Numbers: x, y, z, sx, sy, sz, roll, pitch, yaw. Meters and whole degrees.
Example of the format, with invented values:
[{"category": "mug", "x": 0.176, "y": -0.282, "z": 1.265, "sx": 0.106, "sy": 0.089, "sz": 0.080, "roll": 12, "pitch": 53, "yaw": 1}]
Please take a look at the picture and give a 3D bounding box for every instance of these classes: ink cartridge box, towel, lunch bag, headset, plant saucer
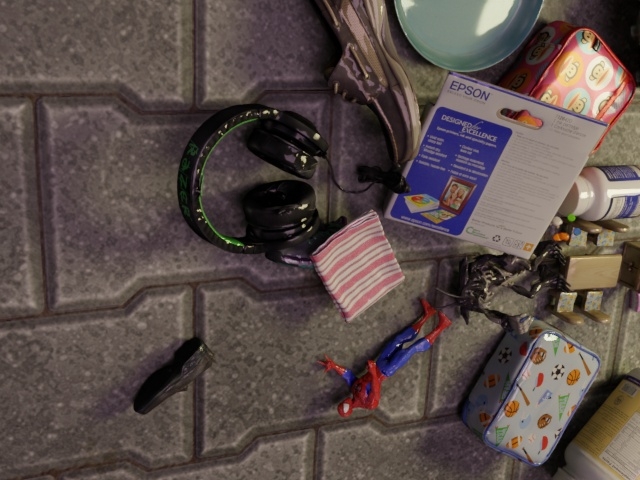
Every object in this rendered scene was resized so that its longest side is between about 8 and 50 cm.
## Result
[{"category": "ink cartridge box", "x": 0.305, "y": -0.135, "z": 1.513, "sx": 0.304, "sy": 0.072, "sz": 0.307, "roll": 16, "pitch": 120, "yaw": -10}, {"category": "towel", "x": 0.071, "y": 0.051, "z": 1.510, "sx": 0.144, "sy": 0.029, "sz": 0.197, "roll": -37, "pitch": 131, "yaw": -11}, {"category": "lunch bag", "x": 0.457, "y": -0.242, "z": 1.615, "sx": 0.258, "sy": 0.120, "sz": 0.293, "roll": 35, "pitch": 94, "yaw": -33}, {"category": "headset", "x": -0.041, "y": -0.097, "z": 1.398, "sx": 0.394, "sy": 0.185, "sz": 0.243, "roll": -7, "pitch": 111, "yaw": -40}, {"category": "lunch bag", "x": 0.455, "y": 0.332, "z": 1.810, "sx": 0.243, "sy": 0.115, "sz": 0.303, "roll": 29, "pitch": 94, "yaw": -31}, {"category": "plant saucer", "x": 0.261, "y": -0.462, "z": 1.489, "sx": 0.318, "sy": 0.044, "sz": 0.317, "roll": -8, "pitch": 111, "yaw": -22}]

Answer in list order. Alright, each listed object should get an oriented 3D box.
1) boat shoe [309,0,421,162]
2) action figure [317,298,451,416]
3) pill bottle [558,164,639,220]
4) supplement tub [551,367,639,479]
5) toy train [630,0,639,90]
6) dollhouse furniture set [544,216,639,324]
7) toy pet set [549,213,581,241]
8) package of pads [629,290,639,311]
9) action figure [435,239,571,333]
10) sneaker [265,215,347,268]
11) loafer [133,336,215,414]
[{"category": "boat shoe", "x": 0.066, "y": -0.292, "z": 1.414, "sx": 0.130, "sy": 0.132, "sz": 0.355, "roll": -20, "pitch": 99, "yaw": -2}, {"category": "action figure", "x": 0.113, "y": 0.220, "z": 1.632, "sx": 0.280, "sy": 0.091, "sz": 0.139, "roll": -49, "pitch": 126, "yaw": -3}, {"category": "pill bottle", "x": 0.574, "y": -0.097, "z": 1.715, "sx": 0.187, "sy": 0.112, "sz": 0.111, "roll": -4, "pitch": 109, "yaw": -23}, {"category": "supplement tub", "x": 0.710, "y": 0.482, "z": 1.900, "sx": 0.241, "sy": 0.241, "sz": 0.331, "roll": 41, "pitch": 89, "yaw": -29}, {"category": "toy train", "x": 0.663, "y": -0.415, "z": 1.609, "sx": 0.142, "sy": 0.190, "sz": 0.333, "roll": -5, "pitch": 108, "yaw": 16}, {"category": "dollhouse furniture set", "x": 0.627, "y": 0.072, "z": 1.767, "sx": 0.242, "sy": 0.161, "sz": 0.212, "roll": -1, "pitch": 108, "yaw": -24}, {"category": "toy pet set", "x": 0.442, "y": -0.042, "z": 1.687, "sx": 0.114, "sy": 0.065, "sz": 0.122, "roll": -16, "pitch": 70, "yaw": -2}, {"category": "package of pads", "x": 0.745, "y": 0.129, "z": 1.913, "sx": 0.083, "sy": 0.032, "sz": 0.050, "roll": -12, "pitch": 115, "yaw": -20}, {"category": "action figure", "x": 0.371, "y": 0.090, "z": 1.674, "sx": 0.276, "sy": 0.141, "sz": 0.164, "roll": -19, "pitch": 116, "yaw": -21}, {"category": "sneaker", "x": 0.000, "y": 0.000, "z": 1.521, "sx": 0.224, "sy": 0.083, "sz": 0.098, "roll": 4, "pitch": 96, "yaw": -36}, {"category": "loafer", "x": -0.257, "y": 0.252, "z": 1.495, "sx": 0.170, "sy": 0.062, "sz": 0.061, "roll": -42, "pitch": 124, "yaw": -4}]
